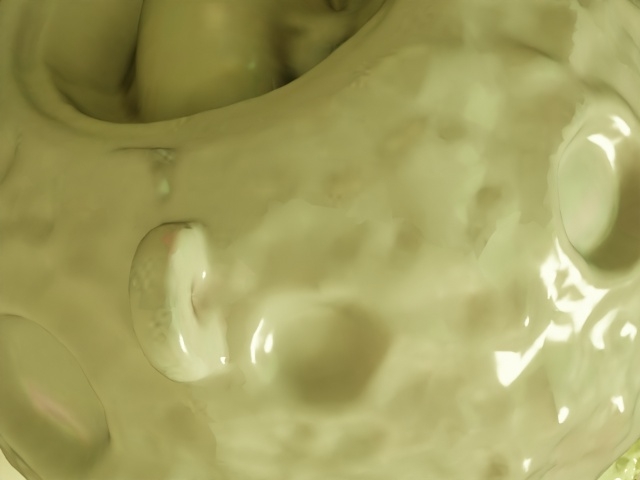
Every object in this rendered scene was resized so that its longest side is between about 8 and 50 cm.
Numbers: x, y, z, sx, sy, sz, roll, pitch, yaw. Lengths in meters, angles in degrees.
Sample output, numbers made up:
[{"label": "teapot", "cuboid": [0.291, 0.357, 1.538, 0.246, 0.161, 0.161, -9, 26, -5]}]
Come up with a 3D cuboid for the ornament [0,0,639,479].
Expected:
[{"label": "ornament", "cuboid": [0.000, 0.000, 0.598, 0.337, 0.337, 0.337, 1, 90, -65]}]

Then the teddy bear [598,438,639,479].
[{"label": "teddy bear", "cuboid": [0.050, 0.064, 0.953, 0.327, 0.362, 0.375, -54, -178, -21]}]
